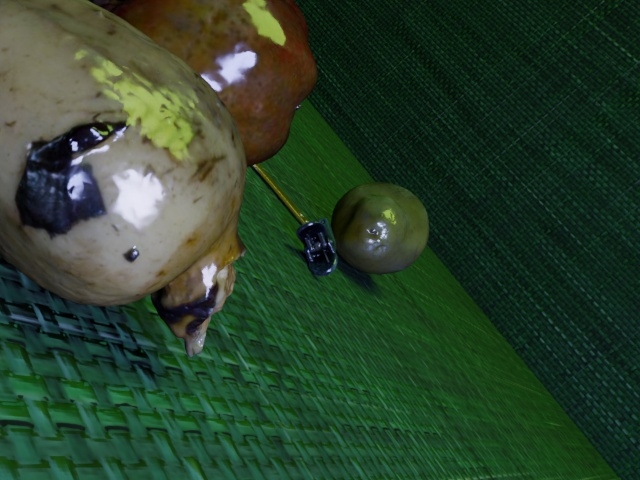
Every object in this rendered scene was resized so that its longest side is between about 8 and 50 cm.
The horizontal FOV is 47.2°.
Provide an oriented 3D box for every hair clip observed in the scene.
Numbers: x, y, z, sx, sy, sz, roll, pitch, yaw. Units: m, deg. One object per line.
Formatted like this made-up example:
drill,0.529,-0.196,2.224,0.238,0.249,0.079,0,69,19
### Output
hair clip,0.000,0.000,1.014,0.229,0.039,0.070,-68,136,-84

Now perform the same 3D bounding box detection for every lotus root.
lotus root,-0.131,-0.053,0.387,0.257,0.140,0.154,39,6,-16

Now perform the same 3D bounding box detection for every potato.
potato,0.092,-0.018,1.140,0.157,0.157,0.194,49,9,3

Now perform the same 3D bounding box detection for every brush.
brush,-0.082,-0.094,1.091,0.218,0.010,0.082,50,10,3

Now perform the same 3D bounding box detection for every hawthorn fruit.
hawthorn fruit,-0.133,-0.190,0.750,0.248,0.208,0.208,22,22,-26

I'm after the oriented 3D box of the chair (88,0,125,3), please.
chair,-0.244,-0.314,0.896,0.145,0.140,0.221,56,8,19
